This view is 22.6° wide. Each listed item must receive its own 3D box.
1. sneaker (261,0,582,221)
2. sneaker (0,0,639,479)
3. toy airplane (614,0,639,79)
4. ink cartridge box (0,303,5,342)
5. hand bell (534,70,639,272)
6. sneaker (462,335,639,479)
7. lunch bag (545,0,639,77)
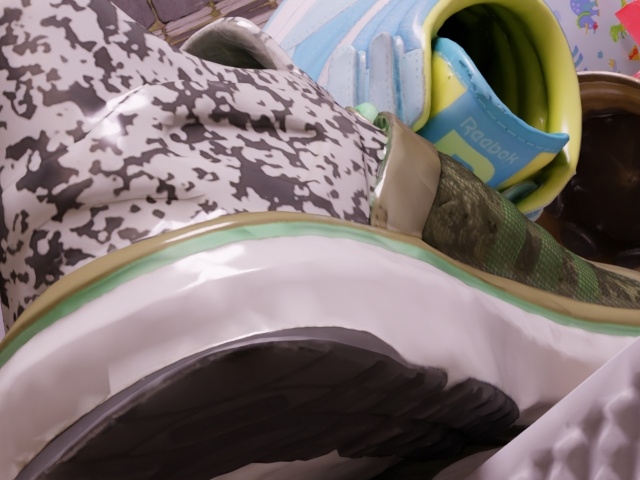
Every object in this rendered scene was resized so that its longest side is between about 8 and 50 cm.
[{"bbox_3d":[0.000,0.000,0.734,0.208,0.127,0.319,6,66,62],"label":"sneaker"},{"bbox_3d":[0.019,0.001,0.558,0.158,0.182,0.410,-29,-18,19],"label":"sneaker"},{"bbox_3d":[0.217,-0.110,1.045,0.151,0.028,0.151,-20,49,25],"label":"toy airplane"},{"bbox_3d":[-0.219,0.044,0.584,0.285,0.395,0.166,-18,15,19],"label":"ink cartridge box"},{"bbox_3d":[0.191,-0.047,0.879,0.126,0.126,0.242,-13,6,32],"label":"hand bell"},{"bbox_3d":[0.042,0.131,0.445,0.321,0.126,0.127,-32,-28,18],"label":"sneaker"},{"bbox_3d":[0.171,-0.147,1.129,0.151,0.129,0.096,-29,17,-17],"label":"lunch bag"}]
